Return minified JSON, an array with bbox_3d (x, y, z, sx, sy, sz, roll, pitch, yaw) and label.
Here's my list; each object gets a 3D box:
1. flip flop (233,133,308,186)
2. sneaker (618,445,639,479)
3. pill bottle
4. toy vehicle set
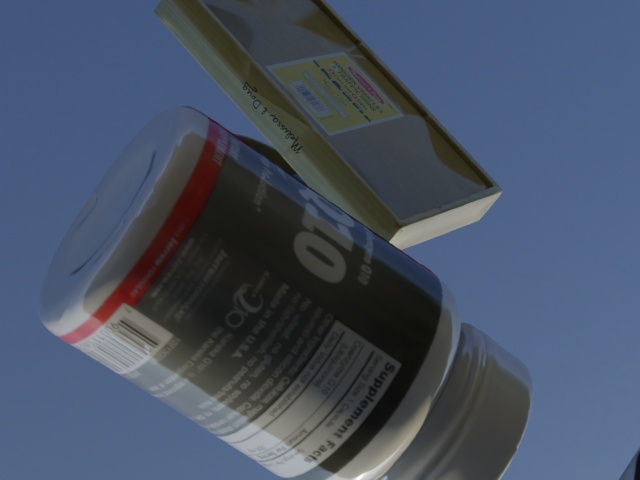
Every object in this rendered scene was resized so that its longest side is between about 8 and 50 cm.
[{"bbox_3d":[0.000,0.000,1.431,0.112,0.080,0.277,-29,-118,-31],"label":"flip flop"},{"bbox_3d":[0.131,0.228,0.694,0.448,0.169,0.257,-28,-60,-25],"label":"sneaker"},{"bbox_3d":[-0.017,0.057,1.092,0.283,0.161,0.161,34,-102,-18],"label":"pill bottle"},{"bbox_3d":[0.009,-0.107,1.373,0.267,0.035,0.166,49,-148,16],"label":"toy vehicle set"}]
